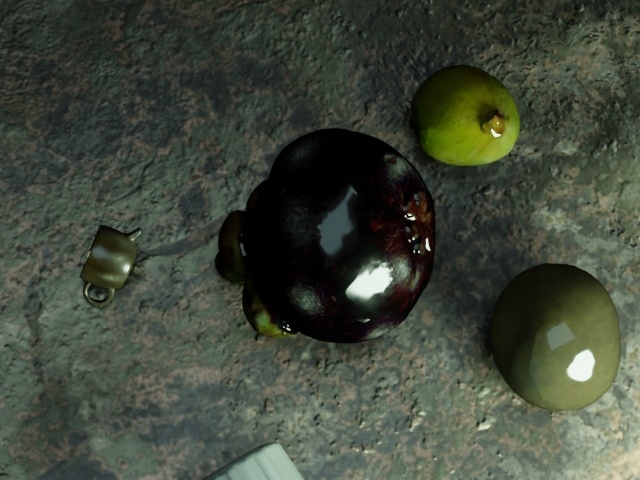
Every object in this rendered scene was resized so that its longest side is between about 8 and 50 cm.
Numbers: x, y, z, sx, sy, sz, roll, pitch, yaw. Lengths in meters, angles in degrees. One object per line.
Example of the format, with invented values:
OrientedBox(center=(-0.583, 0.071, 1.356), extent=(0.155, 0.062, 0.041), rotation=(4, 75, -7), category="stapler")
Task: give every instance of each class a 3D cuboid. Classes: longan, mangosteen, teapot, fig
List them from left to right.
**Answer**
OrientedBox(center=(-0.264, 0.032, 1.627), extent=(0.068, 0.076, 0.121), rotation=(22, 103, -10), category="teapot")
OrientedBox(center=(0.005, 0.000, 1.589), extent=(0.233, 0.287, 0.288), rotation=(1, 75, -35), category="mangosteen")
OrientedBox(center=(0.193, -0.162, 1.697), extent=(0.153, 0.121, 0.136), rotation=(25, 80, 24), category="fig")
OrientedBox(center=(0.298, 0.122, 1.623), extent=(0.189, 0.189, 0.189), rotation=(1, 77, -6), category="longan")

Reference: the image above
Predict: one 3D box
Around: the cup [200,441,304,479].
OrientedBox(center=(-0.086, 0.373, 1.521), extent=(0.221, 0.167, 0.202), rotation=(-29, 79, -13), category="cup")
